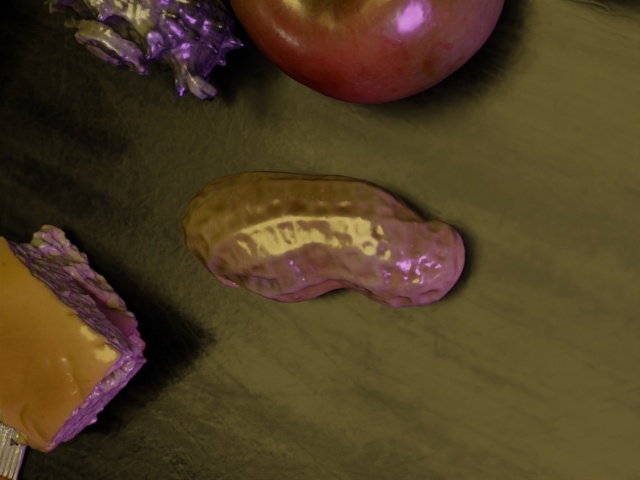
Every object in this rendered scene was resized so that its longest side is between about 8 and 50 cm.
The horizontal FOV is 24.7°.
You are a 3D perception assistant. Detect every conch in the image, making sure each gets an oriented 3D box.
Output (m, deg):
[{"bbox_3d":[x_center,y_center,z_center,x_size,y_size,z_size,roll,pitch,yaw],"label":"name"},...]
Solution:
[{"bbox_3d":[-0.212,-0.268,1.637,0.186,0.240,0.313,-55,45,30],"label":"conch"}]

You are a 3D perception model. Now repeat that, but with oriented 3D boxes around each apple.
[{"bbox_3d":[0.044,-0.305,1.556,0.319,0.277,0.319,0,92,12],"label":"apple"}]

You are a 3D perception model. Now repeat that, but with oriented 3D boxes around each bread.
[{"bbox_3d":[-0.329,0.131,1.698,0.224,0.183,0.211,42,104,13],"label":"bread"}]

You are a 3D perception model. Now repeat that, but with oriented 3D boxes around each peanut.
[{"bbox_3d":[0.000,0.000,1.636,0.325,0.140,0.153,12,82,12],"label":"peanut"}]

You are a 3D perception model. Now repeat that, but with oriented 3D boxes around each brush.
[{"bbox_3d":[-0.433,0.371,1.802,0.090,0.017,0.314,17,94,16],"label":"brush"}]
